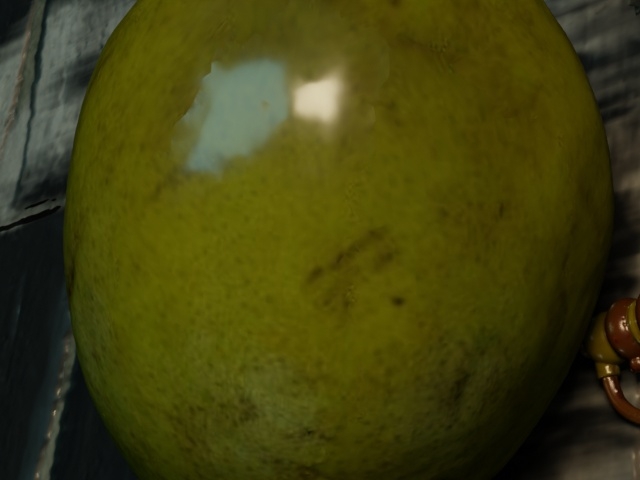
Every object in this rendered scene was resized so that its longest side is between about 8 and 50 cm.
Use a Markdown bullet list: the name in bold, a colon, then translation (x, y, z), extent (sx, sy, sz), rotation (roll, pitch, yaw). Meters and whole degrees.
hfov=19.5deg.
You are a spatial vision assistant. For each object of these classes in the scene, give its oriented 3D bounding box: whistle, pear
- **whistle**: translation (0.164, 0.042, 0.828), extent (0.109, 0.057, 0.046), rotation (-34, -1, 42)
- **pear**: translation (0.000, 0.000, 0.843), extent (0.253, 0.252, 0.307), rotation (47, 127, 51)

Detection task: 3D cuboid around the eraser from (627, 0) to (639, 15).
- **eraser**: translation (0.271, -0.025, 0.599), extent (0.331, 0.331, 0.150), rotation (-34, 46, 30)
